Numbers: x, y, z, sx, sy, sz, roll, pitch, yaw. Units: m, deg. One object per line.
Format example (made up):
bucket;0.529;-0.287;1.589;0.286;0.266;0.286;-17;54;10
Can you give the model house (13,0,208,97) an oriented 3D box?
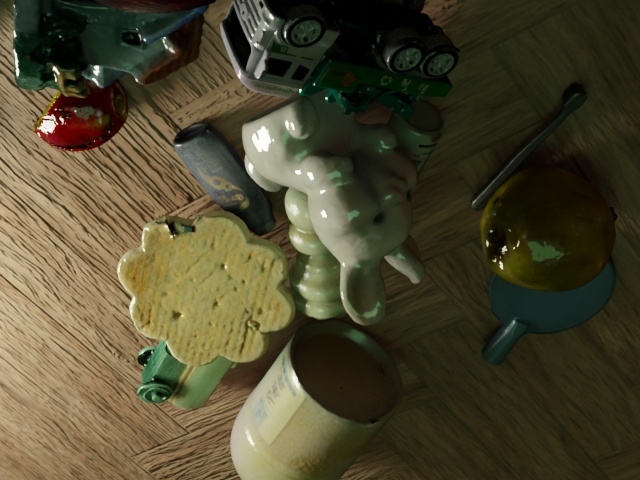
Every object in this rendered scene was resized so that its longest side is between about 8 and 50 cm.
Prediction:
model house;-0.246;-0.330;1.717;0.329;0.252;0.295;6;134;-10

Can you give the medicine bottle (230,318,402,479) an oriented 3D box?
medicine bottle;-0.038;0.361;2.347;0.235;0.236;0.406;22;130;-16

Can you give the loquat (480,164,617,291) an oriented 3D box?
loquat;0.381;-0.018;1.984;0.246;0.213;0.213;-11;141;-29

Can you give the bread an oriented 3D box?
bread;-0.192;0.081;2.124;0.316;0.054;0.316;2;117;4

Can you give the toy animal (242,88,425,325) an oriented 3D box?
toy animal;0.032;-0.063;1.896;0.368;0.196;0.241;54;141;-2

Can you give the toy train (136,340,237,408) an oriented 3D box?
toy train;-0.237;0.216;2.321;0.177;0.116;0.285;12;134;-24

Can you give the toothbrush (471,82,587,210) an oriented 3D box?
toothbrush;0.330;-0.144;1.983;0.030;0.031;0.297;17;134;-24

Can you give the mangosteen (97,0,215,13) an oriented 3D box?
mangosteen;-0.176;-0.468;1.418;0.381;0.421;0.381;28;143;24

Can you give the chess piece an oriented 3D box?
chess piece;0.000;0.000;2.089;0.133;0.133;0.243;-2;126;7

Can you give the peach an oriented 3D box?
peach;-0.385;-0.197;1.944;0.172;0.092;0.127;-22;131;21

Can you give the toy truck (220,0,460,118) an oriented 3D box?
toy truck;0.038;-0.272;1.719;0.363;0.176;0.178;9;133;-37

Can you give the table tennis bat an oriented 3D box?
table tennis bat;0.391;0.109;2.211;0.215;0.044;0.329;21;129;-16

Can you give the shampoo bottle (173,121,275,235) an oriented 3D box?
shampoo bottle;-0.152;-0.098;2.048;0.087;0.049;0.234;-15;131;27

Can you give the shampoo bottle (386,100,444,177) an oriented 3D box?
shampoo bottle;0.113;-0.106;1.996;0.085;0.085;0.262;16;133;-11
